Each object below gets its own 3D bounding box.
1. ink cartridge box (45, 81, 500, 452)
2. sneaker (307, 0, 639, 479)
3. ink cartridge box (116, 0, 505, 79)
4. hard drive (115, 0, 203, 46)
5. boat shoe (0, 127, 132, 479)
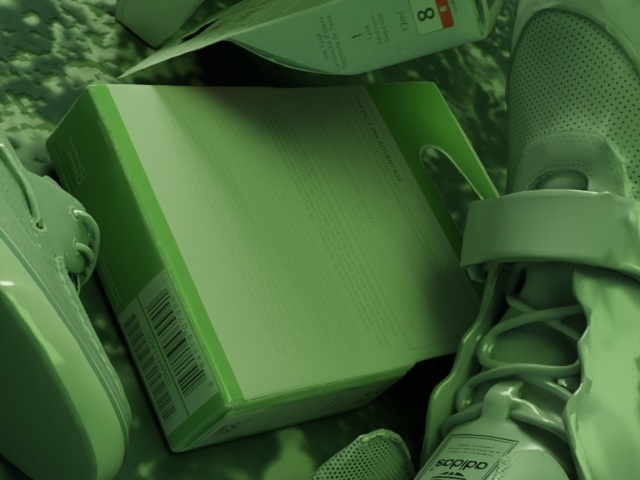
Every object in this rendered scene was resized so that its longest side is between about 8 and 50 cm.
[{"bbox_3d":[0.000,0.000,0.653,0.235,0.056,0.171,-6,62,-43],"label":"ink cartridge box"},{"bbox_3d":[0.103,0.047,0.565,0.210,0.137,0.365,-11,93,-39],"label":"sneaker"},{"bbox_3d":[0.005,-0.109,0.657,0.045,0.179,0.145,66,21,-15],"label":"ink cartridge box"},{"bbox_3d":[0.002,-0.257,0.750,0.040,0.203,0.307,37,42,-8],"label":"hard drive"},{"bbox_3d":[-0.133,-0.003,0.532,0.081,0.079,0.227,-25,71,-42],"label":"boat shoe"}]
